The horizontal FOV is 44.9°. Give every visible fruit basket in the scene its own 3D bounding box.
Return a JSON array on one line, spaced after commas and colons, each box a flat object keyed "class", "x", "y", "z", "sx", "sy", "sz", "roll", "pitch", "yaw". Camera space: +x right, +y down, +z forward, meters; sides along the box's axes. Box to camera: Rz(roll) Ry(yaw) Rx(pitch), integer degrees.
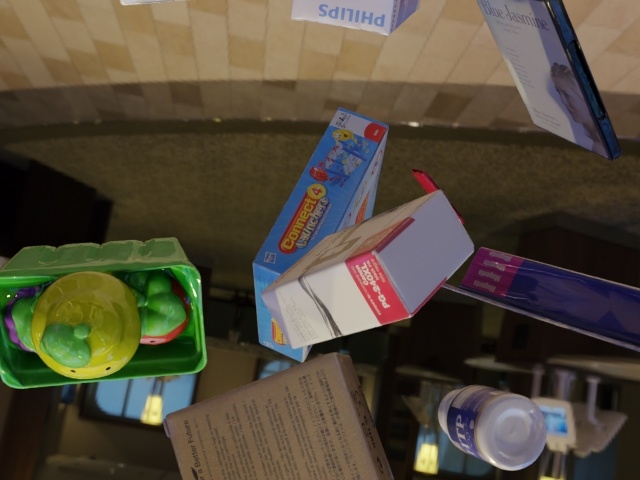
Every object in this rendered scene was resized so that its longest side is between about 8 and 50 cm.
[{"class": "fruit basket", "x": -0.382, "y": 0.148, "z": 1.325, "sx": 0.391, "sy": 0.283, "sz": 0.392, "roll": 1, "pitch": -149, "yaw": -1}]

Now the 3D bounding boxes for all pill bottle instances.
[{"class": "pill bottle", "x": 0.260, "y": 0.286, "z": 1.217, "sx": 0.112, "sy": 0.112, "sz": 0.186, "roll": 13, "pitch": 173, "yaw": -13}]

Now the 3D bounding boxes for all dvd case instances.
[{"class": "dvd case", "x": 0.292, "y": -0.227, "z": 1.011, "sx": 0.253, "sy": 0.022, "sz": 0.180, "roll": 54, "pitch": 178, "yaw": -31}]

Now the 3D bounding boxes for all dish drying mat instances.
[{"class": "dish drying mat", "x": 0.138, "y": -0.052, "z": 0.909, "sx": 0.083, "sy": 0.008, "sz": 0.032, "roll": 47, "pitch": 170, "yaw": -21}]

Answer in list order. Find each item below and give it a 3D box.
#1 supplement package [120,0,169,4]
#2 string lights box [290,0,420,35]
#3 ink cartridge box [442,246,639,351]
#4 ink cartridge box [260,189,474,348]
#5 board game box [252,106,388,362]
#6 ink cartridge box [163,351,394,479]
[{"class": "supplement package", "x": -0.158, "y": -0.406, "z": 0.977, "sx": 0.194, "sy": 0.203, "sz": 0.149, "roll": -6, "pitch": 123, "yaw": 0}, {"class": "string lights box", "x": 0.060, "y": -0.349, "z": 1.074, "sx": 0.133, "sy": 0.077, "sz": 0.260, "roll": 13, "pitch": -154, "yaw": 10}, {"class": "ink cartridge box", "x": 0.343, "y": 0.083, "z": 0.878, "sx": 0.324, "sy": 0.072, "sz": 0.330, "roll": 18, "pitch": 179, "yaw": 43}, {"class": "ink cartridge box", "x": 0.036, "y": 0.027, "z": 0.657, "sx": 0.150, "sy": 0.109, "sz": 0.063, "roll": -22, "pitch": 103, "yaw": 47}, {"class": "board game box", "x": 0.000, "y": 0.000, "z": 1.245, "sx": 0.086, "sy": 0.302, "sz": 0.308, "roll": 22, "pitch": 152, "yaw": 9}, {"class": "ink cartridge box", "x": -0.026, "y": 0.254, "z": 0.774, "sx": 0.193, "sy": 0.235, "sz": 0.088, "roll": -21, "pitch": 167, "yaw": 10}]
